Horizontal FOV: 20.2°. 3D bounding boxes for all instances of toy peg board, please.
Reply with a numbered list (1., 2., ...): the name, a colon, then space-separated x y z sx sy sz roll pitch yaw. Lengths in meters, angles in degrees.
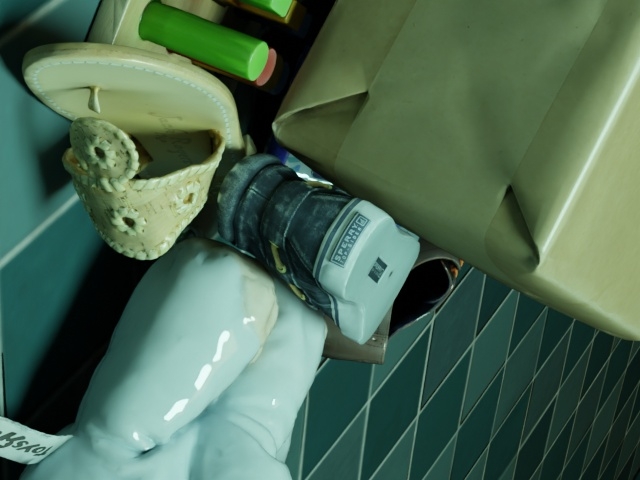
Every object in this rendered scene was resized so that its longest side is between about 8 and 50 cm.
1. toy peg board: -0.029 -0.144 0.936 0.161 0.079 0.160 -68 160 2

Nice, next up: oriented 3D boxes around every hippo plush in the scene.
1. hippo plush: -0.026 0.148 0.957 0.234 0.236 0.294 -63 159 11

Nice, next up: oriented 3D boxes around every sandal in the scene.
1. sandal: -0.079 -0.027 0.891 0.240 0.088 0.079 42 47 -74

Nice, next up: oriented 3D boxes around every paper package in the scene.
1. paper package: 0.158 -0.122 1.034 0.310 0.168 0.325 -63 156 1

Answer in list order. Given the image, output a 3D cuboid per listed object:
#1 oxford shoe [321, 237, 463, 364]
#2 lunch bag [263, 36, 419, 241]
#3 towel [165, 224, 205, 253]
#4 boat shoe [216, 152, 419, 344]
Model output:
1. oxford shoe: 0.066 0.005 1.315 0.271 0.098 0.097 -49 153 -42
2. lunch bag: 0.016 -0.059 1.139 0.151 0.096 0.129 0 113 -54
3. towel: -0.083 0.066 1.103 0.113 0.023 0.152 -61 160 -15
4. boat shoe: 0.000 0.000 0.961 0.065 0.083 0.183 -58 166 -8
